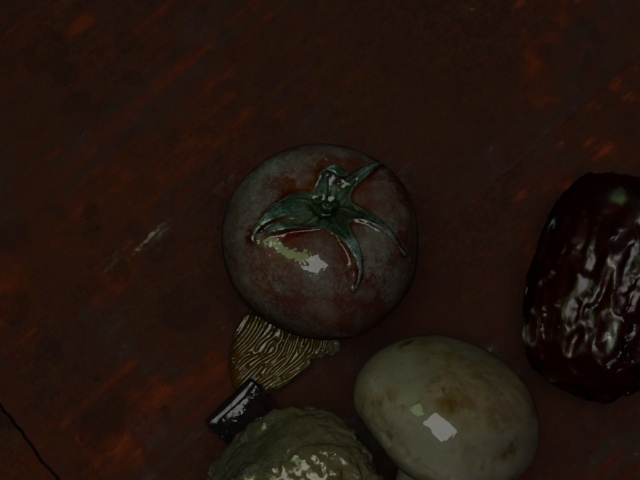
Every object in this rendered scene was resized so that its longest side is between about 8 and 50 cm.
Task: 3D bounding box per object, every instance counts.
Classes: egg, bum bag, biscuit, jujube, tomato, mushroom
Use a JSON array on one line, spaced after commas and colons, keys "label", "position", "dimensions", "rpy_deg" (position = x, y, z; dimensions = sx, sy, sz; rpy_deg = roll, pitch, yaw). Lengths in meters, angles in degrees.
[{"label": "egg", "position": [-0.040, 0.395, 1.790], "dimensions": [0.310, 0.279, 0.279], "rpy_deg": [-43, 78, 28]}, {"label": "bum bag", "position": [-0.100, 0.317, 1.931], "dimensions": [0.109, 0.026, 0.159], "rpy_deg": [-41, 96, 0]}, {"label": "biscuit", "position": [-0.061, 0.181, 1.962], "dimensions": [0.176, 0.031, 0.228], "rpy_deg": [19, 82, 8]}, {"label": "jujube", "position": [0.458, 0.060, 1.851], "dimensions": [0.258, 0.258, 0.376], "rpy_deg": [24, 75, 8]}, {"label": "tomato", "position": [0.000, 0.000, 1.852], "dimensions": [0.317, 0.282, 0.316], "rpy_deg": [3, 59, -5]}, {"label": "mushroom", "position": [0.177, 0.301, 1.817], "dimensions": [0.298, 0.297, 0.290], "rpy_deg": [25, 109, 8]}]
